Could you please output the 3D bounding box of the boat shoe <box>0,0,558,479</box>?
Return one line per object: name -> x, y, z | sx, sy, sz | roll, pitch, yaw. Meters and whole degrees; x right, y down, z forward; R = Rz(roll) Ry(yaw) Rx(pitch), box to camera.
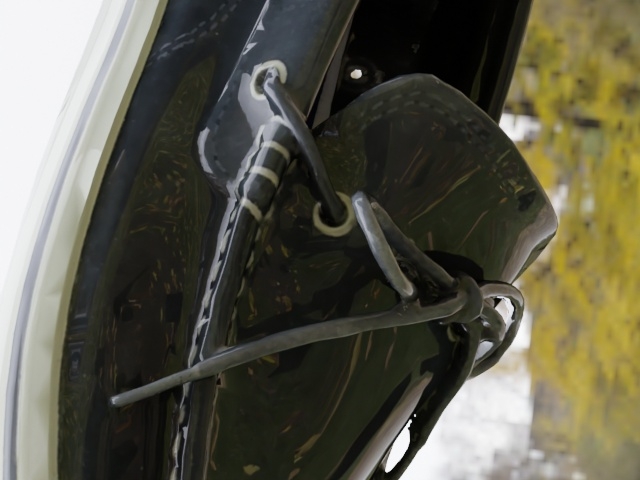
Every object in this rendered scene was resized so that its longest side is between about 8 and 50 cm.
boat shoe -> 0.000, 0.000, 0.649 | 0.187, 0.156, 0.500 | 55, -138, -57
